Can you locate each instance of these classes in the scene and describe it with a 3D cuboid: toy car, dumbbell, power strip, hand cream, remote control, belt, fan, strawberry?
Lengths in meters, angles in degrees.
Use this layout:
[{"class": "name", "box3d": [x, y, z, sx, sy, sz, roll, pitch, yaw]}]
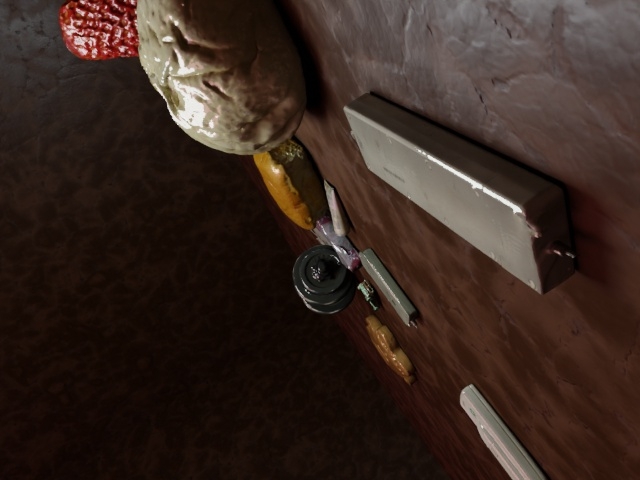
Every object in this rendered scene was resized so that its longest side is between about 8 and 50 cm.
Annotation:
[{"class": "toy car", "box3d": [0.148, 0.167, 1.559, 0.059, 0.035, 0.122, 52, 180, 39]}, {"class": "dumbbell", "box3d": [0.016, 0.127, 1.669, 0.192, 0.192, 0.290, 55, 172, 20]}, {"class": "power strip", "box3d": [0.130, -0.066, 0.566, 0.367, 0.043, 0.106, 49, 170, 53]}, {"class": "hand cream", "box3d": [0.038, -0.075, 1.263, 0.061, 0.039, 0.143, -121, 11, -58]}, {"class": "remote control", "box3d": [0.356, 0.399, 1.057, 0.230, 0.049, 0.090, 55, 170, 35]}, {"class": "belt", "box3d": [0.044, -0.005, 1.447, 0.232, 0.053, 0.071, 54, 165, 29]}, {"class": "fan", "box3d": [-0.001, 0.000, 1.956, 0.233, 0.012, 0.415, 61, 172, -27]}, {"class": "strawberry", "box3d": [-0.468, -0.561, 1.307, 0.267, 0.351, 0.312, 50, 168, -5]}, {"class": "power strip", "box3d": [0.161, 0.110, 1.223, 0.226, 0.029, 0.080, 55, 171, 23]}]

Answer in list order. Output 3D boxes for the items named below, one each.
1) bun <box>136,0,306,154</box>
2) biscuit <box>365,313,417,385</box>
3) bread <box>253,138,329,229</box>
[{"class": "bun", "box3d": [-0.182, -0.311, 0.910, 0.349, 0.227, 0.352, 56, 172, 30]}, {"class": "biscuit", "box3d": [0.236, 0.383, 1.861, 0.275, 0.052, 0.355, 57, 173, 3]}, {"class": "bread", "box3d": [-0.070, -0.145, 1.335, 0.174, 0.121, 0.245, 53, 170, 44]}]
